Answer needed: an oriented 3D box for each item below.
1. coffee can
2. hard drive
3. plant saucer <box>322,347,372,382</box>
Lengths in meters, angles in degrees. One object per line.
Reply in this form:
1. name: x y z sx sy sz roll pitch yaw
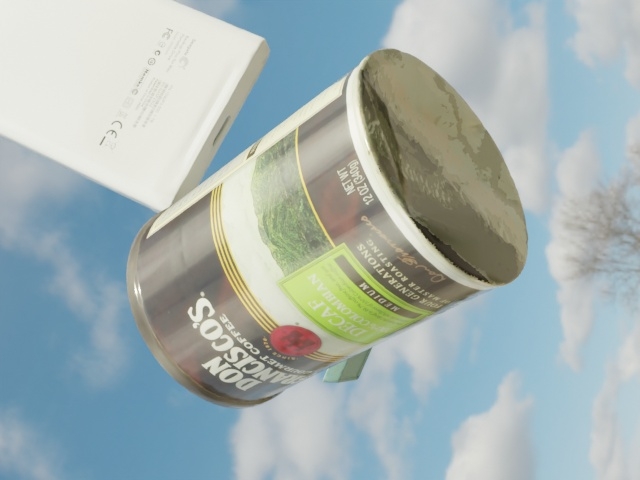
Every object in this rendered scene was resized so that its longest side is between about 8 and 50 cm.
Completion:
1. coffee can: 0.000 0.000 0.683 0.201 0.275 0.201 31 -137 -34
2. hard drive: -0.233 -0.173 0.845 0.203 0.307 0.040 -63 -14 -10
3. plant saucer: 0.059 0.067 0.877 0.067 0.018 0.192 12 -79 -63
